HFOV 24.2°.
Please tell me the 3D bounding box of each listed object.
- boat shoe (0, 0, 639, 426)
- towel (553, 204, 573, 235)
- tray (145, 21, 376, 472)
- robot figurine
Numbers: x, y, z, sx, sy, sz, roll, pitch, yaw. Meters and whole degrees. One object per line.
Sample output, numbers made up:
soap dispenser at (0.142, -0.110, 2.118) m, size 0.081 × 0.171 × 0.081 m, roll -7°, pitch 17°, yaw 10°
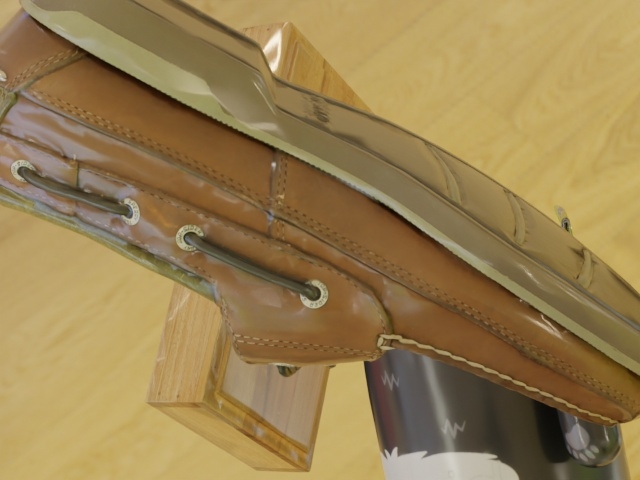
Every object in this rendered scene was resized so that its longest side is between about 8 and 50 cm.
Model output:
boat shoe at (0.000, 0.000, 0.608) m, size 0.307 × 0.111 × 0.104 m, roll 31°, pitch 103°, yaw -1°
towel at (0.215, 0.002, 1.297) m, size 0.009 × 0.083 × 0.060 m, roll -14°, pitch 100°, yaw 7°
tray at (-0.046, 0.007, 1.517) m, size 0.076 × 0.203 × 0.411 m, roll -3°, pitch 63°, yaw 32°
robot figurine at (0.124, 0.115, 1.049) m, size 0.209 × 0.173 × 0.278 m, roll -13°, pitch 85°, yaw 27°
